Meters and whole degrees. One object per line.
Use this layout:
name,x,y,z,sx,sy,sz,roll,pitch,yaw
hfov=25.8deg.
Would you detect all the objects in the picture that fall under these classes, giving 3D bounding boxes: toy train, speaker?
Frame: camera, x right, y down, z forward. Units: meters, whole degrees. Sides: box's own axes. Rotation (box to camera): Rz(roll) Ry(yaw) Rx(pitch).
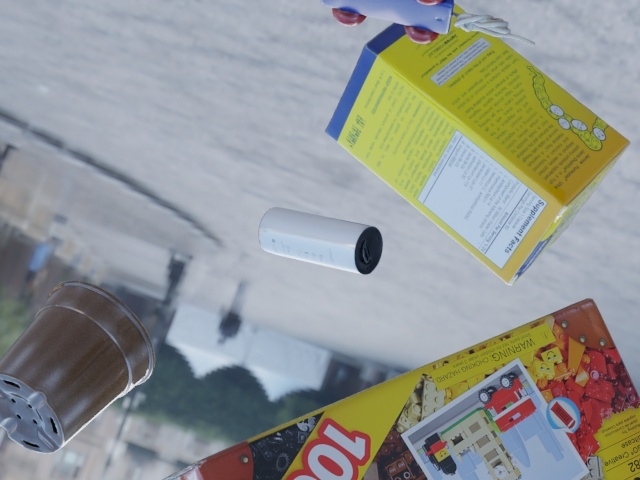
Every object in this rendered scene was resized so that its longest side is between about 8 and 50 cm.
toy train,0.135,-0.306,1.585,0.248,0.143,0.105,14,159,4
speaker,0.000,0.000,1.525,0.136,0.055,0.055,12,170,37

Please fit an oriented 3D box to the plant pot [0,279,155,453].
plant pot,-0.319,0.162,1.718,0.167,0.165,0.167,20,133,23

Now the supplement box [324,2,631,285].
supplement box,0.219,-0.147,1.983,0.356,0.195,0.194,41,141,11

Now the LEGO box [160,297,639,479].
LEGO box,0.128,0.327,1.466,0.500,0.372,0.193,-20,171,-27
